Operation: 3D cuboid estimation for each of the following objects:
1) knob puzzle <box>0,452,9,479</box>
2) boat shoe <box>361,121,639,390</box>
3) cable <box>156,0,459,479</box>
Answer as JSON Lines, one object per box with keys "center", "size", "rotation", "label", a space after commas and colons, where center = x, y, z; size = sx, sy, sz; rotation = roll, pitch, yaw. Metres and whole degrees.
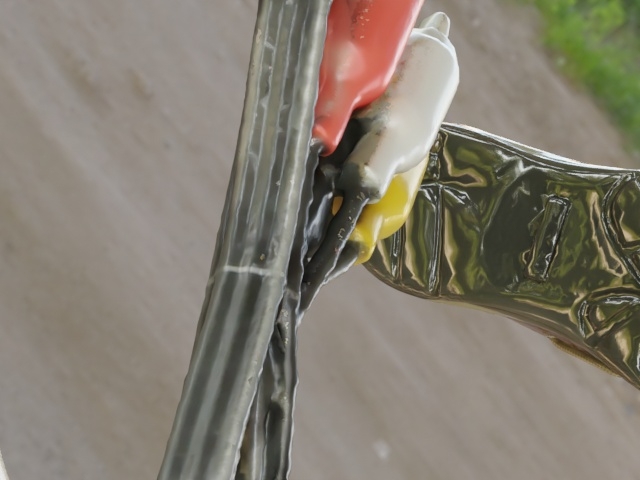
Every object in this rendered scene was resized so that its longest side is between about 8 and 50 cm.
{"center": [-0.194, 0.204, 0.857], "size": [0.030, 0.213, 0.213], "rotation": [30, 28, -30], "label": "knob puzzle"}
{"center": [0.172, 0.017, 1.028], "size": [0.324, 0.123, 0.120], "rotation": [24, 2, 21], "label": "boat shoe"}
{"center": [0.000, 0.000, 0.597], "size": [0.139, 0.072, 0.287], "rotation": [85, 11, -46], "label": "cable"}
